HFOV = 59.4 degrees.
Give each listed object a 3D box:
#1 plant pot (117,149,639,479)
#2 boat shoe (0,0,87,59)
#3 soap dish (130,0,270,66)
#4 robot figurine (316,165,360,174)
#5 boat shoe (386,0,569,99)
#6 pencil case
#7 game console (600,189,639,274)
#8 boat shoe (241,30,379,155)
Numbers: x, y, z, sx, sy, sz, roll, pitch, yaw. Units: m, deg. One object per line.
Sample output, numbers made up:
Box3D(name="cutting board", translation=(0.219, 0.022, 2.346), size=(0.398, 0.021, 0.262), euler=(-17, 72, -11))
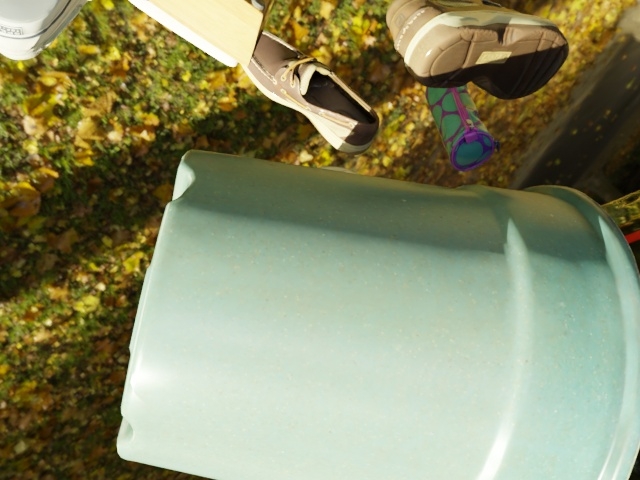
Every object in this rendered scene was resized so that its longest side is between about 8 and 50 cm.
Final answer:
Box3D(name="plant pot", translation=(0.021, 0.080, 0.495), size=(0.341, 0.334, 0.341), euler=(-167, -90, -78))
Box3D(name="boat shoe", translation=(-0.331, -0.390, 0.754), size=(0.156, 0.135, 0.367), euler=(-28, -138, 63))
Box3D(name="soap dish", translation=(-0.174, -0.450, 0.937), size=(0.118, 0.229, 0.291), euler=(-40, -151, 42))
Box3D(name="robot figurine", translation=(0.000, 0.000, 0.968), size=(0.300, 0.200, 0.353), euler=(-31, 176, -16))
Box3D(name="boat shoe", translation=(0.171, -0.216, 0.593), size=(0.257, 0.095, 0.095), euler=(-7, 145, -44))
Box3D(name="pencil case", translation=(0.190, -0.167, 0.770), size=(0.064, 0.152, 0.070), euler=(-7, 139, -2))
Box3D(name="game console", translation=(0.432, -0.011, 0.627), size=(0.386, 0.060, 0.342), euler=(-26, -172, 25))
Box3D(name="boat shoe", translation=(-0.021, -0.314, 1.109), size=(0.123, 0.342, 0.123), euler=(-45, 176, -19))
